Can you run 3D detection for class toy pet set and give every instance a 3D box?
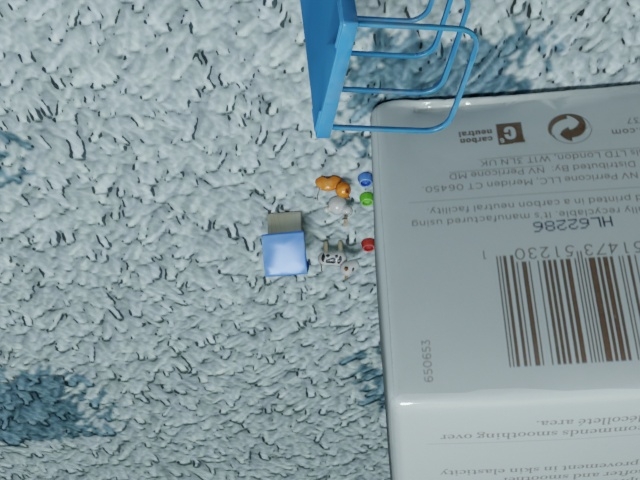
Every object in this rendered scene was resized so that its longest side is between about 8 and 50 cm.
[{"bbox_3d":[0.000,0.000,1.301,0.114,0.065,0.122,-5,143,2],"label":"toy pet set"}]

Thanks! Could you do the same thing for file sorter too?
[{"bbox_3d":[0.047,-0.177,0.983,0.104,0.170,0.118,1,143,-10],"label":"file sorter"}]

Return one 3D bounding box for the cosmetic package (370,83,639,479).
[{"bbox_3d":[0.220,0.105,1.240,0.329,0.327,0.394,-4,143,2],"label":"cosmetic package"}]
